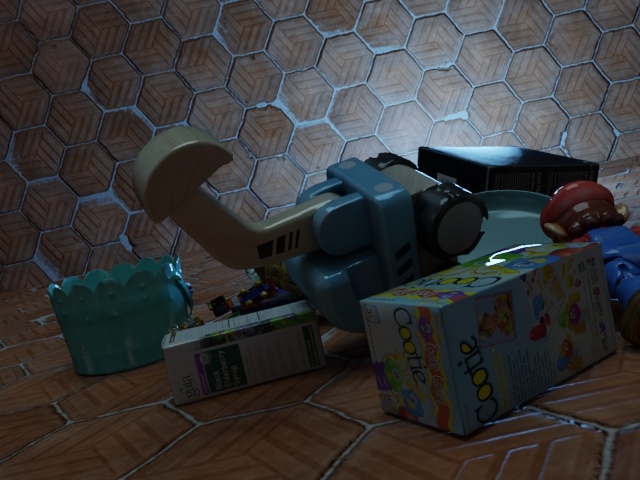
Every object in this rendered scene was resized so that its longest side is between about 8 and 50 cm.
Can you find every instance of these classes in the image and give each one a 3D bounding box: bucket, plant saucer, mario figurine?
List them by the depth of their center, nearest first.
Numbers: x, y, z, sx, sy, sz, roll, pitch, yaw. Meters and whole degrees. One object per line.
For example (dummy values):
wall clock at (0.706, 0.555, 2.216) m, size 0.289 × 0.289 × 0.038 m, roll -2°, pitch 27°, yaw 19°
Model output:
mario figurine at (0.426, 0.041, 0.943) m, size 0.198 × 0.170 × 0.320 m, roll 21°, pitch 24°, yaw -18°
plant saucer at (0.343, 0.012, 1.210) m, size 0.317 × 0.044 × 0.318 m, roll -7°, pitch 38°, yaw 5°
bucket at (-0.398, 0.147, 1.332) m, size 0.281 × 0.183 × 0.281 m, roll -11°, pitch 7°, yaw 1°

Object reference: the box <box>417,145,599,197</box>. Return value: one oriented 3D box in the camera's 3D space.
box at (0.457, -0.132, 1.656) m, size 0.312 × 0.179 × 0.343 m, roll -4°, pitch 16°, yaw -18°

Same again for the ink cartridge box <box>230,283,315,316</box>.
ink cartridge box at (-0.083, 0.121, 1.483) m, size 0.175 × 0.069 × 0.371 m, roll -10°, pitch 5°, yaw 15°

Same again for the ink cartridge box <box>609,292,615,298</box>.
ink cartridge box at (0.518, 0.052, 1.038) m, size 0.122 × 0.052 × 0.088 m, roll -11°, pitch 8°, yaw 27°

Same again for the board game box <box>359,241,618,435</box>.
board game box at (0.207, 0.103, 0.787) m, size 0.275 × 0.144 × 0.142 m, roll -16°, pitch 7°, yaw -32°

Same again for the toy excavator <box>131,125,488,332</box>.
toy excavator at (0.000, 0.000, 0.953) m, size 0.445 × 0.433 × 0.222 m, roll -23°, pitch 33°, yaw -18°

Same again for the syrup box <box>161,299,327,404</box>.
syrup box at (-0.119, 0.171, 1.015) m, size 0.236 × 0.093 × 0.096 m, roll -13°, pitch 7°, yaw -9°

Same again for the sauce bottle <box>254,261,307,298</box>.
sauce bottle at (-0.048, 0.052, 1.298) m, size 0.344 × 0.111 × 0.111 m, roll 16°, pitch 18°, yaw 23°

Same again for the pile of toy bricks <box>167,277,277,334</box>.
pile of toy bricks at (-0.161, 0.165, 1.209) m, size 0.212 × 0.118 × 0.105 m, roll -28°, pitch -21°, yaw -3°

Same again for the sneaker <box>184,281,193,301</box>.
sneaker at (-0.465, 0.160, 1.773) m, size 0.234 × 0.078 × 0.106 m, roll -19°, pitch 12°, yaw -34°

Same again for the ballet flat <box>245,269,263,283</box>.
ballet flat at (-0.122, 0.070, 1.476) m, size 0.188 × 0.070 × 0.070 m, roll -10°, pitch 7°, yaw 43°
